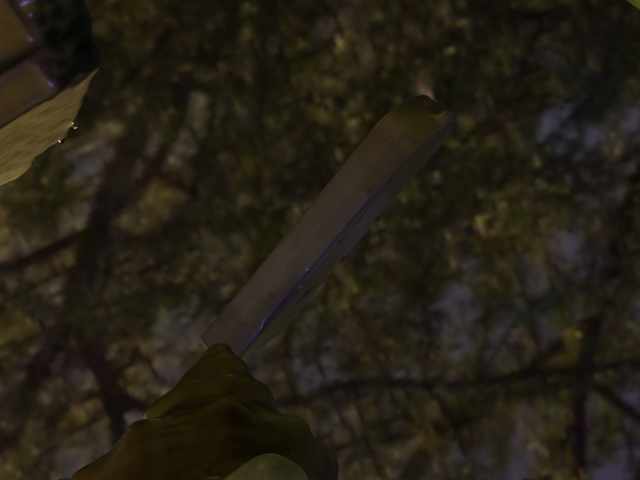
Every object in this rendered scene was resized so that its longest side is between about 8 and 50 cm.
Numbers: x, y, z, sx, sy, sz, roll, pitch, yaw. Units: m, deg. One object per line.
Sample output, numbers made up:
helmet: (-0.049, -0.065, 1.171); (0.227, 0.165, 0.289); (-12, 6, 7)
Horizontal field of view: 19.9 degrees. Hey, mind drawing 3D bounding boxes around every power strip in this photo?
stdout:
power strip: (0.000, 0.000, 1.073); (0.227, 0.029, 0.080); (-50, 172, 22)

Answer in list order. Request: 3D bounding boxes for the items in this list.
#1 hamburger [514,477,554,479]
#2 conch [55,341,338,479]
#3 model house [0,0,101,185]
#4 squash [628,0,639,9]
hamburger: (0.212, 0.369, 1.674); (0.284, 0.174, 0.304); (6, -125, 20)
conch: (-0.058, 0.159, 0.651); (0.203, 0.169, 0.386); (-8, -156, 10)
model house: (-0.323, -0.100, 1.129); (0.266, 0.261, 0.321); (-41, -179, -23)
squash: (0.242, -0.164, 0.631); (0.310, 0.310, 0.309); (-26, -140, -7)
